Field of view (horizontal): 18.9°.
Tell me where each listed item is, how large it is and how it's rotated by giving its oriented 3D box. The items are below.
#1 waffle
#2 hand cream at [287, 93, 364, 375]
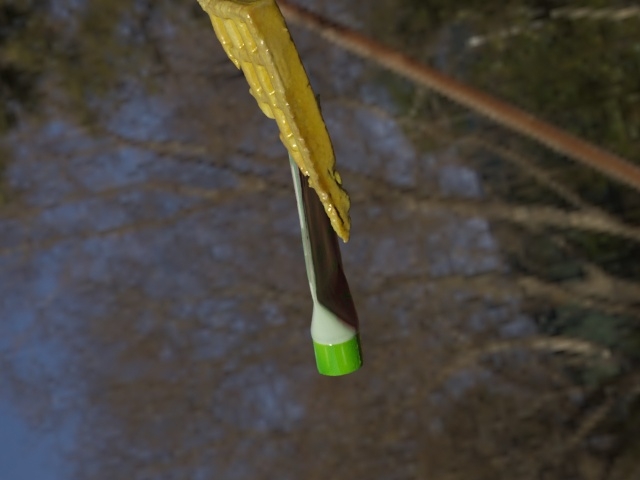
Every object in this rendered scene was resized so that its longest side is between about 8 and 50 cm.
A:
[{"bbox_3d":[-0.033,-0.096,1.443,0.125,0.032,0.191,24,137,62],"label":"waffle"},{"bbox_3d":[0.001,0.000,1.883,0.079,0.050,0.275,-110,11,-69],"label":"hand cream"}]
